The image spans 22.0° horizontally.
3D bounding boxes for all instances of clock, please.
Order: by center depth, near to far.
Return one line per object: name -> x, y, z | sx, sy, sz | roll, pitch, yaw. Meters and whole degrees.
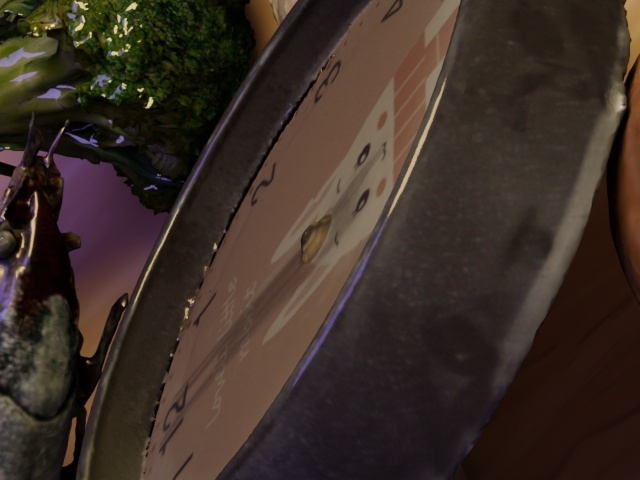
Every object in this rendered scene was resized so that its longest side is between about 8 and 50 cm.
clock -> 0.000, 0.000, 0.789 | 0.386, 0.076, 0.386 | -53, 19, 27

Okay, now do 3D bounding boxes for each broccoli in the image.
broccoli -> -0.173, -0.129, 1.047 | 0.283, 0.321, 0.304 | -31, 58, -7

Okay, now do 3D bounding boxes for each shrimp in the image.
shrimp -> -0.213, 0.126, 0.954 | 0.166, 0.221, 0.411 | 8, 95, 33

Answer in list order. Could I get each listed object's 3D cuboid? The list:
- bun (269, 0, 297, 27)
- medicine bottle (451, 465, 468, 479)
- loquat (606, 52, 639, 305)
bun -> 0.030, -0.186, 0.985 | 0.164, 0.111, 0.188 | 30, 104, 47
medicine bottle -> -0.037, 0.184, 0.935 | 0.250, 0.131, 0.131 | -25, 62, 39
loquat -> 0.226, -0.017, 0.662 | 0.193, 0.238, 0.238 | -31, 58, 44
